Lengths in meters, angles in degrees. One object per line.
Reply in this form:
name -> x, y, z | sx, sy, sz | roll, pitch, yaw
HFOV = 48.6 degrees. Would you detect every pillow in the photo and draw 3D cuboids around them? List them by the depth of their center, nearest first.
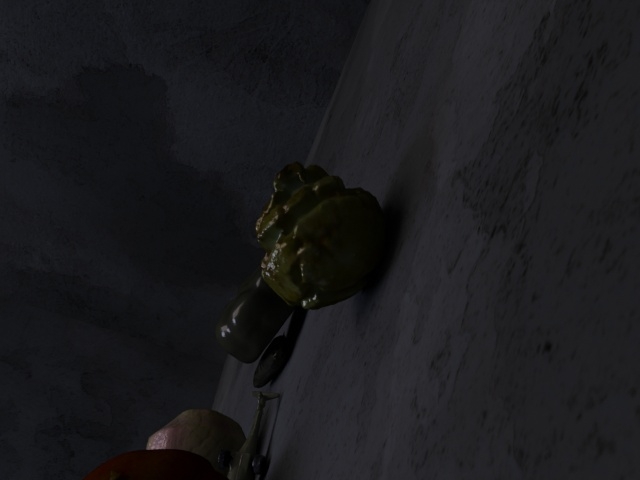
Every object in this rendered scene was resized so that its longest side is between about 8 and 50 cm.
pillow -> -0.112, 0.275, 1.654 | 0.241, 0.051, 0.093 | 118, 172, -58

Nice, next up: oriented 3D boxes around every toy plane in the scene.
toy plane -> -0.143, 0.426, 1.427 | 0.108, 0.091, 0.287 | 76, -160, -52

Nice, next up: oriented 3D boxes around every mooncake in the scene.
mooncake -> -0.136, 0.153, 1.632 | 0.275, 0.135, 0.275 | -53, 5, 6

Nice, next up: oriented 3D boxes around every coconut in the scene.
coconut -> -0.273, 0.515, 1.565 | 0.259, 0.259, 0.259 | -162, 90, -83

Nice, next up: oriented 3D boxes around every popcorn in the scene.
popcorn -> 0.000, 0.000, 1.018 | 0.204, 0.183, 0.221 | -60, -8, -11

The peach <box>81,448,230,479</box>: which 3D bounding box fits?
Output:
peach -> -0.275, 0.520, 1.189 | 0.370, 0.369, 0.370 | -162, 90, -83
